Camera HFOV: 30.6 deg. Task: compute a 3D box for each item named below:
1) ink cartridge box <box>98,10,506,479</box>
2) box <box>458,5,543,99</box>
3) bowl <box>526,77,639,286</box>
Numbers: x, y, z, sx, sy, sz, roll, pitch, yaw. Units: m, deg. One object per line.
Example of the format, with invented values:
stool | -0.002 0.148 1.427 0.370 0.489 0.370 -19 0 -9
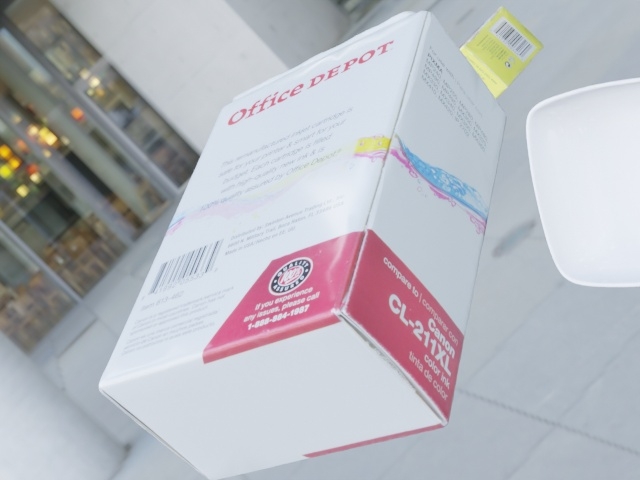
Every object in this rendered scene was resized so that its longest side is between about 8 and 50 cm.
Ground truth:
ink cartridge box | 0.000 0.000 0.495 0.127 0.072 0.175 -20 36 36
box | 0.112 -0.119 1.121 0.087 0.058 0.232 -47 0 -41
bowl | 0.219 -0.042 0.812 0.053 0.142 0.142 -17 7 -42
